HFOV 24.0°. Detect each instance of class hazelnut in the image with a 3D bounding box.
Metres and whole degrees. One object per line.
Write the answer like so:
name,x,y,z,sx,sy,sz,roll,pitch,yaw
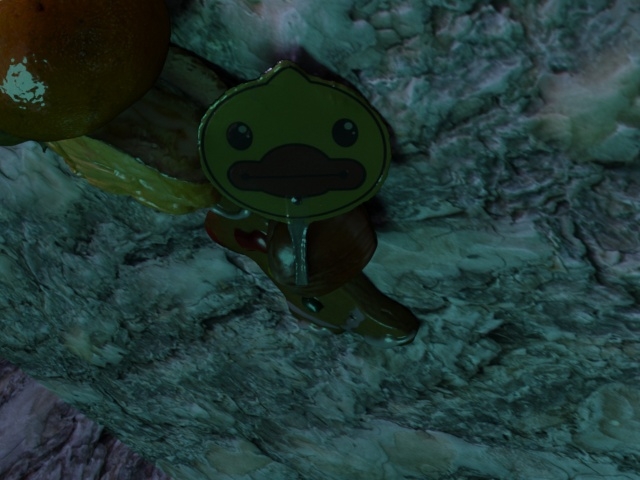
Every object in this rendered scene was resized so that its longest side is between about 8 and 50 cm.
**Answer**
hazelnut,0.000,0.000,1.947,0.150,0.150,0.150,28,157,13

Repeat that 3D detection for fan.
fan,-0.028,-0.073,1.801,0.229,0.011,0.335,-2,130,3

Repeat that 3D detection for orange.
orange,-0.300,-0.233,1.725,0.264,0.264,0.264,28,157,13

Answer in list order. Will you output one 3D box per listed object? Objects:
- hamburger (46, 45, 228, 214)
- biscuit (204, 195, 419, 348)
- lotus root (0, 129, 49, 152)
hamburger,-0.247,-0.153,1.937,0.330,0.162,0.209,25,161,7
biscuit,-0.061,0.016,2.164,0.283,0.064,0.432,7,147,47
lotus root,-0.454,-0.207,2.132,0.278,0.154,0.154,35,158,-18
